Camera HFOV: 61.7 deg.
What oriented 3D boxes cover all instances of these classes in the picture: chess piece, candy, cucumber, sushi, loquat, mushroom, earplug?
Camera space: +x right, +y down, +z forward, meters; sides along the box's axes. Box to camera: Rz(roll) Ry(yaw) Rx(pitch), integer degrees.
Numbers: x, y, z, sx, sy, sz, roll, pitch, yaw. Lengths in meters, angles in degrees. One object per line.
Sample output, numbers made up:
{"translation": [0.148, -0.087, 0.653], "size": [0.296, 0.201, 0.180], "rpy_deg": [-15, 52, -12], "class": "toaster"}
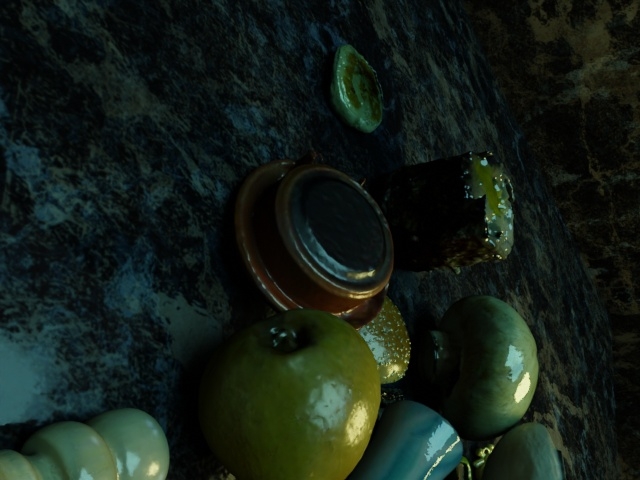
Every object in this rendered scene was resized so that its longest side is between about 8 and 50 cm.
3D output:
{"translation": [-0.290, 0.268, 0.566], "size": [0.300, 0.167, 0.167], "rpy_deg": [1, 77, -57], "class": "chess piece"}
{"translation": [0.424, 0.615, 1.116], "size": [0.427, 0.186, 0.386], "rpy_deg": [-60, 148, -67], "class": "candy"}
{"translation": [0.121, 0.338, 1.160], "size": [0.181, 0.053, 0.053], "rpy_deg": [21, 61, -44], "class": "cucumber"}
{"translation": [0.323, -0.068, 1.358], "size": [0.299, 0.294, 0.281], "rpy_deg": [5, 74, -53], "class": "sushi"}
{"translation": [-0.040, 0.246, 0.794], "size": [0.275, 0.275, 0.275], "rpy_deg": [22, 60, -47], "class": "loquat"}
{"translation": [0.381, 0.308, 1.315], "size": [0.260, 0.352, 0.352], "rpy_deg": [8, 63, -4], "class": "mushroom"}
{"translation": [0.128, 0.480, 1.019], "size": [0.324, 0.185, 0.185], "rpy_deg": [-39, 109, -46], "class": "earplug"}

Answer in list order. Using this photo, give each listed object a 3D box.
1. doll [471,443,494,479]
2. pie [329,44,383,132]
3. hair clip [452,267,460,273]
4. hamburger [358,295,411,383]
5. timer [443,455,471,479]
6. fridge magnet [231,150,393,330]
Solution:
{"translation": [0.498, 0.713, 1.482], "size": [0.117, 0.086, 0.291], "rpy_deg": [-12, 86, -24], "class": "doll"}
{"translation": [0.090, -0.388, 1.373], "size": [0.240, 0.054, 0.240], "rpy_deg": [23, 60, -49], "class": "pie"}
{"translation": [0.371, 0.034, 1.599], "size": [0.229, 0.036, 0.066], "rpy_deg": [43, 53, -35], "class": "hair clip"}
{"translation": [0.102, 0.193, 1.123], "size": [0.189, 0.122, 0.215], "rpy_deg": [4, 72, -48], "class": "hamburger"}
{"translation": [0.334, 0.609, 1.338], "size": [0.128, 0.047, 0.140], "rpy_deg": [32, 54, -40], "class": "timer"}
{"translation": [0.000, 0.000, 1.011], "size": [0.364, 0.155, 0.363], "rpy_deg": [22, 53, -31], "class": "fridge magnet"}
